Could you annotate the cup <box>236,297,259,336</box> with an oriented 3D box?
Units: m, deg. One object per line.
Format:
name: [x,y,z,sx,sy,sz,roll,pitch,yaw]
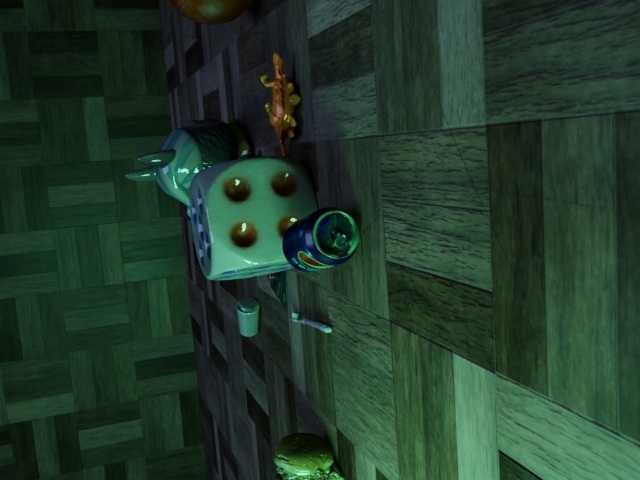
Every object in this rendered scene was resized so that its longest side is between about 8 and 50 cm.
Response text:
cup: [-0.234,0.243,2.207,0.104,0.074,0.116,-82,-5,-54]

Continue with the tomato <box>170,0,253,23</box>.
tomato: [-0.304,-0.712,1.790,0.265,0.264,0.265,173,90,-71]

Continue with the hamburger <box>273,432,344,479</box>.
hamburger: [-0.029,0.540,1.597,0.185,0.159,0.131,11,99,24]

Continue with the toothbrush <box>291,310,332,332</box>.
toothbrush: [-0.027,0.200,1.653,0.286,0.020,0.025,180,90,-71]

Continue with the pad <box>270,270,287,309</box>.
pad: [-0.119,0.054,1.891,0.170,0.006,0.246,-135,42,-60]

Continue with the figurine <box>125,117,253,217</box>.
figurine: [-0.415,-0.195,2.093,0.266,0.377,0.361,-139,47,-63]

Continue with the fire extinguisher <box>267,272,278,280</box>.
fire extinguisher: [-0.150,0.032,1.925,0.049,0.035,0.173,30,-136,-64]

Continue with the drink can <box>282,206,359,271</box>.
drink can: [0.000,0.000,1.359,0.205,0.118,0.118,154,108,-70]

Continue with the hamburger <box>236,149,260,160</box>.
hamburger: [-0.214,-0.171,1.957,0.166,0.087,0.137,102,153,-43]

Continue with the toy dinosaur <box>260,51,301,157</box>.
toy dinosaur: [-0.088,-0.299,1.589,0.117,0.070,0.288,-131,34,-58]

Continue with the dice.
dice: [-0.162,-0.048,1.594,0.243,0.259,0.251,151,110,-71]
